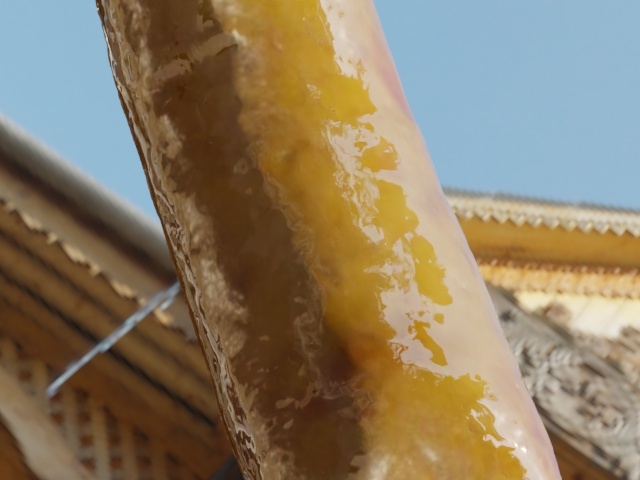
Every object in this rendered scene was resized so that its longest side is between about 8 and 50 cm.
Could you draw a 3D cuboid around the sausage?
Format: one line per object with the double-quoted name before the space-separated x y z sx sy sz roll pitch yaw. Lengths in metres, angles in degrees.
"sausage" -0.002 0.001 0.504 0.109 0.109 0.270 -34 -110 45
